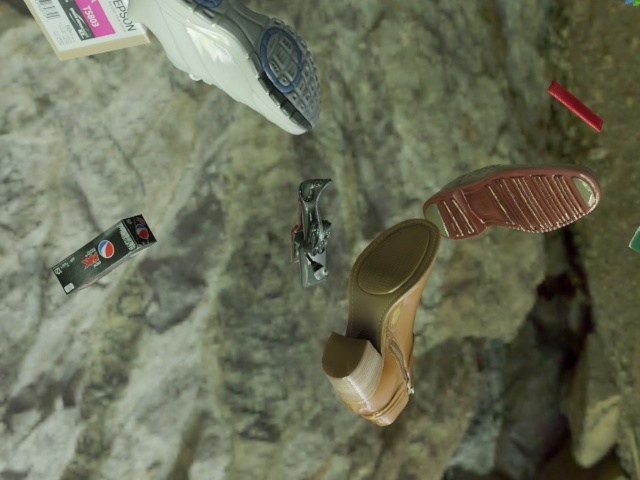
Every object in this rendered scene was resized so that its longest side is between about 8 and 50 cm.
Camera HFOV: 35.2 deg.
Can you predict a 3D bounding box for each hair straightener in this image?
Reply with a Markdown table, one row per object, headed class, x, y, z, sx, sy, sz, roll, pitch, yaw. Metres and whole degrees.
| class | x | y | z | sx | sy | sz | roll | pitch | yaw |
| --- | --- | --- | --- | --- | --- | --- | --- | --- | --- |
| hair straightener | 0.000 | 0.000 | 1.249 | 0.230 | 0.047 | 0.089 | 103 | 147 | -59 |

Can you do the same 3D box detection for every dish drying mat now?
| class | x | y | z | sx | sy | sz | roll | pitch | yaw |
| --- | --- | --- | --- | --- | --- | --- | --- | --- | --- |
| dish drying mat | 0.322 | -0.169 | 1.276 | 0.083 | 0.008 | 0.032 | 39 | -143 | -3 |

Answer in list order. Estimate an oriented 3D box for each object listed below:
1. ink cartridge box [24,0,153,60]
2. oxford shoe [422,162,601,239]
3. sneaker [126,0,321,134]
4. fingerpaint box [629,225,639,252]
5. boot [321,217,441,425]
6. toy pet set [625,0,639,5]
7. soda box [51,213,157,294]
| class | x | y | z | sx | sy | sz | roll | pitch | yaw |
| --- | --- | --- | --- | --- | --- | --- | --- | --- | --- |
| ink cartridge box | -0.438 | -0.457 | 1.861 | 0.235 | 0.193 | 0.088 | 67 | -161 | -49 |
| oxford shoe | 0.326 | -0.092 | 1.685 | 0.130 | 0.348 | 0.123 | -46 | -65 | -34 |
| sneaker | -0.119 | -0.246 | 1.303 | 0.297 | 0.129 | 0.111 | 44 | -129 | -17 |
| fingerpaint box | 0.715 | 0.038 | 1.649 | 0.163 | 0.371 | 0.445 | -60 | -16 | 12 |
| boot | 0.115 | 0.128 | 1.483 | 0.283 | 0.109 | 0.220 | -66 | -31 | -19 |
| toy pet set | 0.559 | -0.434 | 1.643 | 0.122 | 0.114 | 0.065 | -8 | -102 | -51 |
| soda box | -0.345 | 0.023 | 1.613 | 0.053 | 0.169 | 0.060 | 61 | -155 | 2 |
